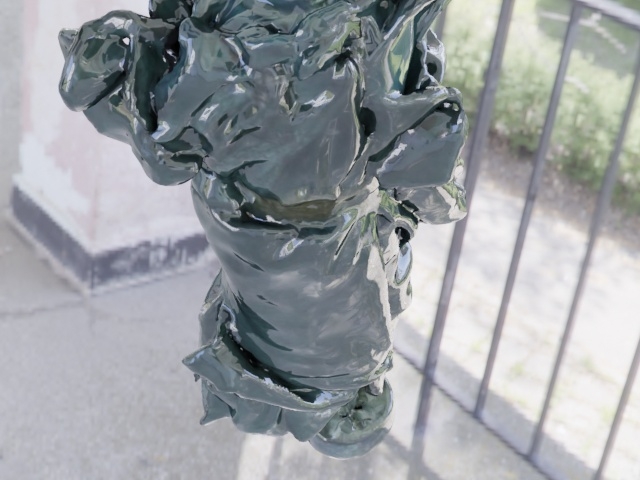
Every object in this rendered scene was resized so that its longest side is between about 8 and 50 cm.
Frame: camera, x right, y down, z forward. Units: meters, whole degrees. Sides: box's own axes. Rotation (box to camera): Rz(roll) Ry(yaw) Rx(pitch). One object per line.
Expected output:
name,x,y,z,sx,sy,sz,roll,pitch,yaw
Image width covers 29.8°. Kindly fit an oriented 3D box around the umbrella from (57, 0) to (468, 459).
umbrella,-0.003,-0.001,0.496,0.143,0.349,0.094,-18,59,-5
